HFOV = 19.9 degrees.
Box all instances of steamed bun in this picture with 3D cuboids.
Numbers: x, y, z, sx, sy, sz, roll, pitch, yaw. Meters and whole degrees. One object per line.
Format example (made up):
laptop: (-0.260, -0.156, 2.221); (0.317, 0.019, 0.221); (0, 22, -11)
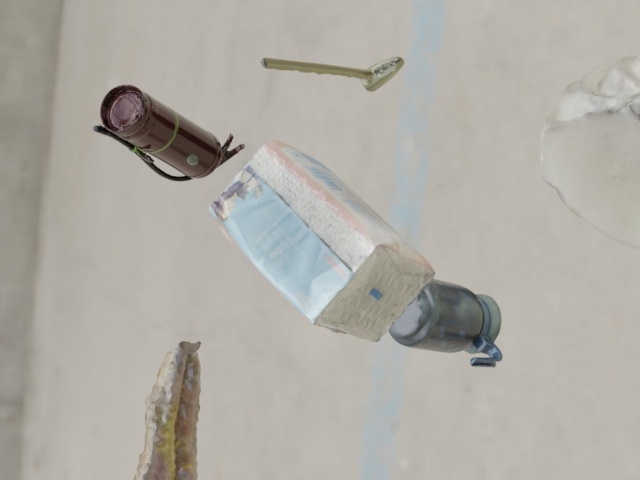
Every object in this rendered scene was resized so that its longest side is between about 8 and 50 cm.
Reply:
steamed bun: (0.272, -0.075, 1.472); (0.106, 0.183, 0.183); (-50, 2, -36)

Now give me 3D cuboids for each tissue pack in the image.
tissue pack: (0.000, 0.000, 0.922); (0.059, 0.074, 0.094); (-51, 58, 9)

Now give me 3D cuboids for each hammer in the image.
hammer: (0.013, -0.203, 2.124); (0.060, 0.195, 0.028); (-32, 67, 43)

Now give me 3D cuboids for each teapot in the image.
teapot: (0.088, 0.054, 1.238); (0.063, 0.083, 0.049); (21, 97, 47)

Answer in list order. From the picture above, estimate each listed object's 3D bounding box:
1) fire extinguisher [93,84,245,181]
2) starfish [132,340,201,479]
fire extinguisher: (-0.106, -0.071, 1.304); (0.056, 0.132, 0.039); (-44, 58, 10)
starfish: (-0.163, 0.309, 1.118); (0.132, 0.398, 0.384); (-37, 78, 51)
